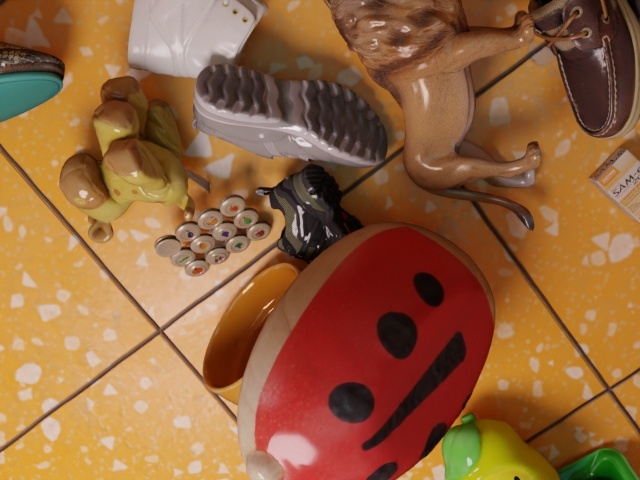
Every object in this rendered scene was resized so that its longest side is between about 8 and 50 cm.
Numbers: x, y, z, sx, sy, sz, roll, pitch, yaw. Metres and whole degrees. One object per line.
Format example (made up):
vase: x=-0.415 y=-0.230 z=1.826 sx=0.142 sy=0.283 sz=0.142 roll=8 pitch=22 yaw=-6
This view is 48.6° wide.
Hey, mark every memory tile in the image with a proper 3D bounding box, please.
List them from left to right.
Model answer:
memory tile: x=-0.152 y=-0.004 z=1.014 sx=0.148 sy=0.012 sz=0.113 roll=-30 pitch=142 yaw=9

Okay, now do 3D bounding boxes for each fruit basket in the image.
fruit basket: x=0.316 y=0.444 z=1.045 sx=0.392 sy=0.283 sz=0.392 roll=-4 pitch=120 yaw=-7

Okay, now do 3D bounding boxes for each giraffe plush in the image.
giraffe plush: x=-0.279 y=-0.094 z=0.972 sx=0.170 sy=0.181 sz=0.210 roll=-20 pitch=138 yaw=16

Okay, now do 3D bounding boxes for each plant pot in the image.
plant pot: x=-0.031 y=0.166 z=1.009 sx=0.188 sy=0.205 sz=0.205 roll=38 pitch=102 yaw=-24

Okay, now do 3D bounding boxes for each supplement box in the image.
supplement box: x=0.443 y=-0.077 z=1.010 sx=0.098 sy=0.036 sz=0.062 roll=39 pitch=101 yaw=-8

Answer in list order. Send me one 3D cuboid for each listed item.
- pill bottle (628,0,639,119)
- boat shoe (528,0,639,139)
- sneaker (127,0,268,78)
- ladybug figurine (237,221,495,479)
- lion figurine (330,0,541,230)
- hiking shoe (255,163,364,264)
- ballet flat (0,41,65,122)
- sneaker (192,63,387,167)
pill bottle: x=0.474 y=-0.297 z=0.891 sx=0.162 sy=0.162 sz=0.279 roll=-8 pitch=103 yaw=3
boat shoe: x=0.313 y=-0.289 z=0.896 sx=0.123 sy=0.123 sz=0.342 roll=-16 pitch=101 yaw=-23
sneaker: x=-0.144 y=-0.351 z=0.921 sx=0.169 sy=0.108 sz=0.293 roll=13 pitch=114 yaw=-4
ladybug figurine: x=0.082 y=0.150 z=0.883 sx=0.162 sy=0.449 sz=0.305 roll=3 pitch=123 yaw=43
lion figurine: x=0.157 y=-0.177 z=0.932 sx=0.240 sy=0.142 sz=0.392 roll=-7 pitch=114 yaw=13
hiking shoe: x=0.000 y=0.000 z=1.023 sx=0.114 sy=0.086 sz=0.227 roll=-16 pitch=113 yaw=30
ballet flat: x=-0.581 y=-0.181 z=0.950 sx=0.482 sy=0.164 sz=0.182 roll=-28 pitch=82 yaw=9
sneaker: x=-0.042 y=-0.161 z=0.976 sx=0.281 sy=0.115 sz=0.105 roll=16 pitch=66 yaw=-16
